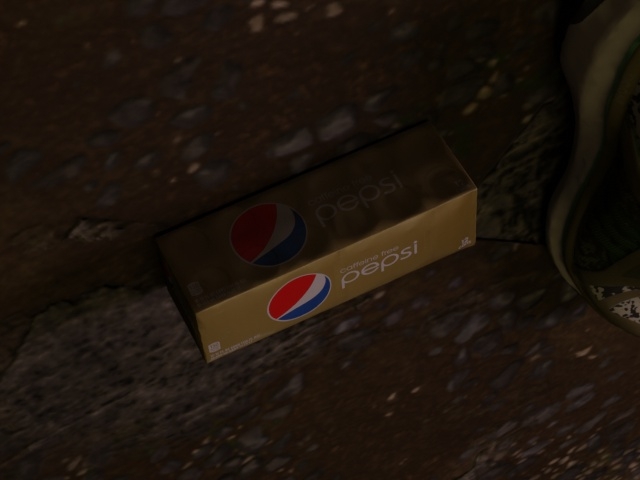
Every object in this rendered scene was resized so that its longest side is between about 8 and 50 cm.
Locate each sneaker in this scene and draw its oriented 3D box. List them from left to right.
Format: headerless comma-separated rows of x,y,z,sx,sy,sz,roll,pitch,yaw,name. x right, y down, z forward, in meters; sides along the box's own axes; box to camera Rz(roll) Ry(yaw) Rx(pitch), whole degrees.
0.246,-0.012,1.047,0.158,0.182,0.410,-28,148,-5,sneaker

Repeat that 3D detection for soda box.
0.000,0.000,0.974,0.181,0.061,0.058,-24,147,-11,soda box
